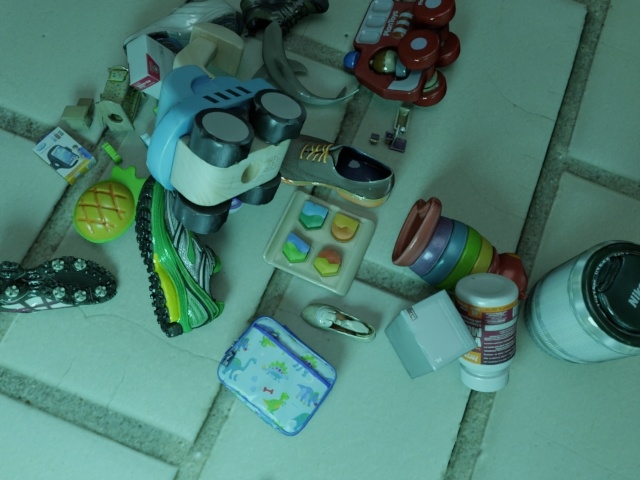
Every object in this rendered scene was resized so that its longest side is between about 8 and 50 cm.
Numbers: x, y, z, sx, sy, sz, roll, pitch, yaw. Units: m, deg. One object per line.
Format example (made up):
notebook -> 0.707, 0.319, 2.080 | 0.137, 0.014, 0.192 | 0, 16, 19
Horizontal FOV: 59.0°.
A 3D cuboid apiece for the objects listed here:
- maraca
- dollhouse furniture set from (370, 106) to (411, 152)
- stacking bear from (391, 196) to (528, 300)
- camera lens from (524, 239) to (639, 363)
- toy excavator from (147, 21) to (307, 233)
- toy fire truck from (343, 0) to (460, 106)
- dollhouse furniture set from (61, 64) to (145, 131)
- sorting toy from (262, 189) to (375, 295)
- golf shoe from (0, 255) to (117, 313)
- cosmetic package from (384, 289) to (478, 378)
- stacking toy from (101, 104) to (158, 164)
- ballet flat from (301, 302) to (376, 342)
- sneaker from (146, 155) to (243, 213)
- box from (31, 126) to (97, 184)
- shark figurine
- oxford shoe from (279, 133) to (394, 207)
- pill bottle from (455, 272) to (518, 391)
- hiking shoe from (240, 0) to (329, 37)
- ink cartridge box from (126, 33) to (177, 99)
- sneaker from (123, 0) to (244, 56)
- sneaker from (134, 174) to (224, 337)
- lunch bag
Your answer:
maraca -> -0.451, -0.079, 1.226 | 0.127, 0.099, 0.186 | 40, 80, 0
dollhouse furniture set -> 0.178, -0.289, 1.363 | 0.091, 0.081, 0.114 | 15, 71, 0
stacking bear -> 0.317, 0.044, 1.231 | 0.289, 0.175, 0.164 | 27, 89, -5
camera lens -> 0.567, 0.134, 1.155 | 0.219, 0.274, 0.219 | 2, 72, -5
toy excavator -> -0.228, -0.290, 1.170 | 0.445, 0.222, 0.433 | 42, 45, 15
toy fire truck -> 0.197, -0.476, 1.403 | 0.253, 0.169, 0.302 | 13, 69, 25
dollhouse furniture set -> -0.503, -0.357, 1.309 | 0.160, 0.101, 0.182 | 2, 62, 6
sorting toy -> 0.000, 0.000, 1.275 | 0.208, 0.038, 0.193 | 24, 71, 3
golf shoe -> -0.566, 0.098, 1.168 | 0.272, 0.120, 0.105 | 3, 63, -27
cosmetic package -> 0.210, 0.193, 1.124 | 0.107, 0.238, 0.127 | -25, 77, -12
stacking toy -> -0.371, -0.196, 1.301 | 0.167, 0.052, 0.221 | -42, 79, -16
ballet flat -> 0.042, 0.171, 1.215 | 0.168, 0.052, 0.057 | 18, 71, 1
sneaker -> -0.259, -0.140, 1.224 | 0.236, 0.104, 0.095 | 28, 82, -19
box -> -0.591, -0.199, 1.296 | 0.136, 0.028, 0.081 | 39, 73, 6
shark figurine -> -0.060, -0.393, 1.357 | 0.278, 0.116, 0.166 | 41, 83, 0
oxford shoe -> -0.002, -0.191, 1.288 | 0.363, 0.133, 0.130 | 16, 72, 1
pill bottle -> 0.334, 0.188, 1.147 | 0.121, 0.121, 0.221 | -9, 113, -8
hiking shoe -> -0.088, -0.567, 1.442 | 0.226, 0.086, 0.114 | -6, 86, -1
ink cartridge box -> -0.368, -0.387, 1.312 | 0.063, 0.150, 0.109 | -19, 71, 25
sneaker -> -0.343, -0.515, 1.396 | 0.297, 0.111, 0.129 | -22, 59, -15
sneaker -> -0.298, 0.020, 1.190 | 0.146, 0.134, 0.344 | -14, 93, -30
lunch bag -> -0.088, 0.272, 1.154 | 0.219, 0.090, 0.176 | 40, 70, 7
